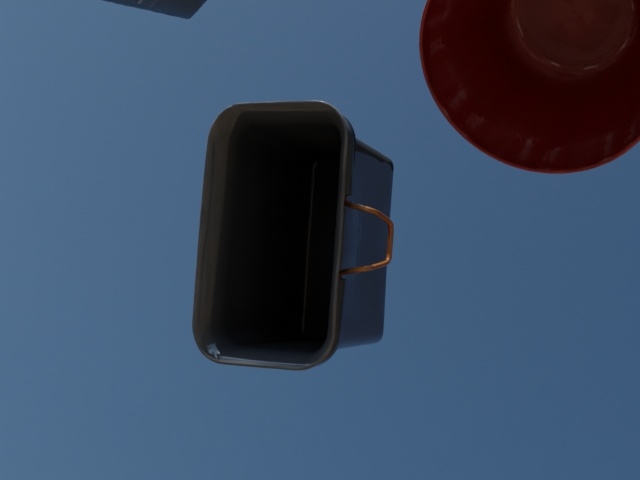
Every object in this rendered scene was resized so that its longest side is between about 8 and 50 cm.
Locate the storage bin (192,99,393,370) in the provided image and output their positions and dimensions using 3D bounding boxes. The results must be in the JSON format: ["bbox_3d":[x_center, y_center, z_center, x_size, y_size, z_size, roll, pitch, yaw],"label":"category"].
[{"bbox_3d":[0.000,0.000,0.635,0.098,0.091,0.135,1,-94,29],"label":"storage bin"}]

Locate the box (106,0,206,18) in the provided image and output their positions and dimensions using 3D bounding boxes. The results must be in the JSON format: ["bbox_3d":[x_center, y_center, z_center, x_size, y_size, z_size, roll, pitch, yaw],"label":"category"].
[{"bbox_3d":[-0.221,-0.408,1.040,0.179,0.312,0.343,155,-59,-65],"label":"box"}]

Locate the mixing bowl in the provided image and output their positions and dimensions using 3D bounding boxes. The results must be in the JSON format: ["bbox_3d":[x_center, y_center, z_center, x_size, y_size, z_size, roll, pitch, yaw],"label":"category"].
[{"bbox_3d":[0.173,-0.150,0.869,0.181,0.098,0.181,14,-54,20],"label":"mixing bowl"}]
